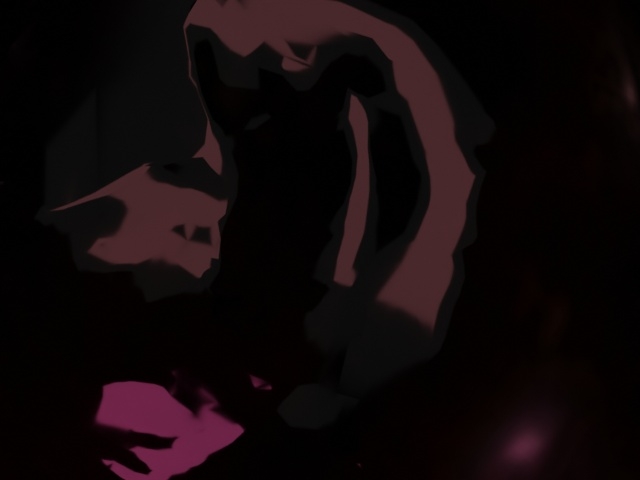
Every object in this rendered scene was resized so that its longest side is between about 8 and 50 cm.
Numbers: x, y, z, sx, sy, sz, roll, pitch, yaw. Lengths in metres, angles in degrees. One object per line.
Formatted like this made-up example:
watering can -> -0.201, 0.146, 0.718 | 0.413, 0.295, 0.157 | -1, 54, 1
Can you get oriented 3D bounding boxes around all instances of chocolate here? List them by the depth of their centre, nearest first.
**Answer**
chocolate -> 0.000, 0.000, 0.694 | 0.383, 0.331, 0.384 | -3, 76, 10
